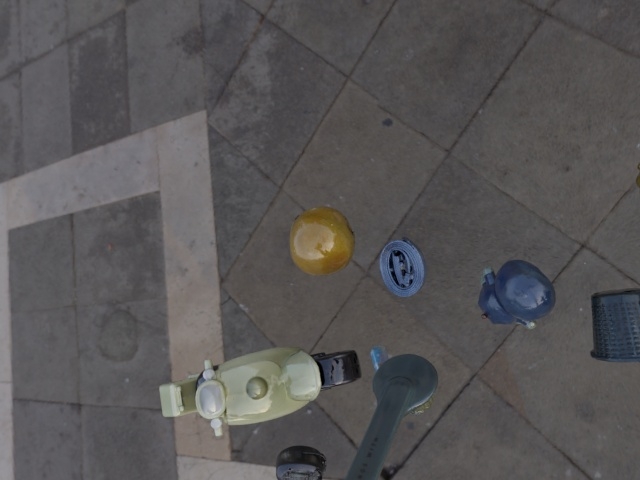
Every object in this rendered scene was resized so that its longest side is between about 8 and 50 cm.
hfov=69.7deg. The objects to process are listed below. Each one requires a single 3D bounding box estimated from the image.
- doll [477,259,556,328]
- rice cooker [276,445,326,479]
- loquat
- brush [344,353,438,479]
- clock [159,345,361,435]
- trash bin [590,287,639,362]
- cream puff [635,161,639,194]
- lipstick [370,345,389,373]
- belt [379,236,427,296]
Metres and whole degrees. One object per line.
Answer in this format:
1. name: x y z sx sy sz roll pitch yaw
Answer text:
1. doll: 0.575 0.157 1.361 0.228 0.154 0.258 56 150 15
2. rice cooker: -0.063 0.737 1.494 0.166 0.106 0.112 4 111 3
3. loquat: 0.000 0.000 1.686 0.263 0.263 0.262 -2 87 30
4. brush: 0.032 0.196 0.366 0.062 0.266 0.027 2 127 34
5. clock: -0.128 0.269 0.854 0.379 0.277 0.120 -31 69 51
6. trash bin: 0.747 0.201 1.130 0.176 0.175 0.160 -11 84 29
7. cream puff: 0.288 -0.029 0.311 0.116 0.146 0.146 23 99 41
8. lipstick: 0.170 0.350 1.220 0.048 0.048 0.157 -48 25 19
9. belt: 0.271 0.085 1.505 0.142 0.082 0.190 -15 86 20
